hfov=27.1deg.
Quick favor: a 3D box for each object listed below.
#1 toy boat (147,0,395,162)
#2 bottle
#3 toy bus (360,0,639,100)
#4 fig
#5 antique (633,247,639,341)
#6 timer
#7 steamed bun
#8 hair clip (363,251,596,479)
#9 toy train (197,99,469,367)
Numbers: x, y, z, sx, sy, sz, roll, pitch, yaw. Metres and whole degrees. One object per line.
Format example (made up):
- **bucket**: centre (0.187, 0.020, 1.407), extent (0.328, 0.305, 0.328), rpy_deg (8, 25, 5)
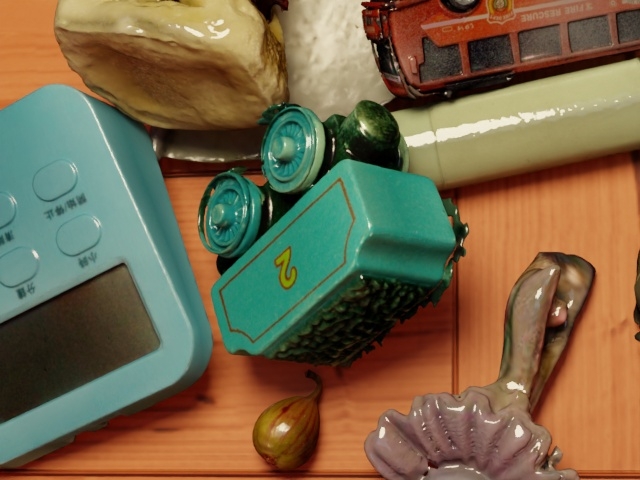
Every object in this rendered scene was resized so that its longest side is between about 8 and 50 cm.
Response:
- **toy boat**: centre (-0.005, -0.207, 1.103), extent (0.276, 0.111, 0.293), rpy_deg (-1, 85, 9)
- **bottle**: centre (0.156, -0.087, 1.041), extent (0.201, 0.072, 0.072), rpy_deg (-12, 71, 7)
- **toy bus**: centre (0.151, -0.173, 1.030), extent (0.235, 0.073, 0.096), rpy_deg (-14, 103, -11)
- **fig**: centre (-0.019, 0.135, 1.021), extent (0.050, 0.050, 0.083), rpy_deg (21, 58, 16)
- **antique**: centre (0.304, -0.051, 0.974), extent (0.150, 0.125, 0.284), rpy_deg (19, 77, 16)
- **timer**: centre (-0.222, 0.032, 1.043), extent (0.232, 0.091, 0.250), rpy_deg (-27, 73, 16)
- **steamed bun**: centre (-0.095, -0.179, 1.007), extent (0.172, 0.141, 0.155), rpy_deg (9, 65, 18)
- **hair clip**: centre (0.130, 0.136, 0.976), extent (0.173, 0.069, 0.300), rpy_deg (19, 77, 15)
- **toy train**: centre (0.000, 0.000, 0.984), extent (0.203, 0.112, 0.163), rpy_deg (-45, 51, 39)
